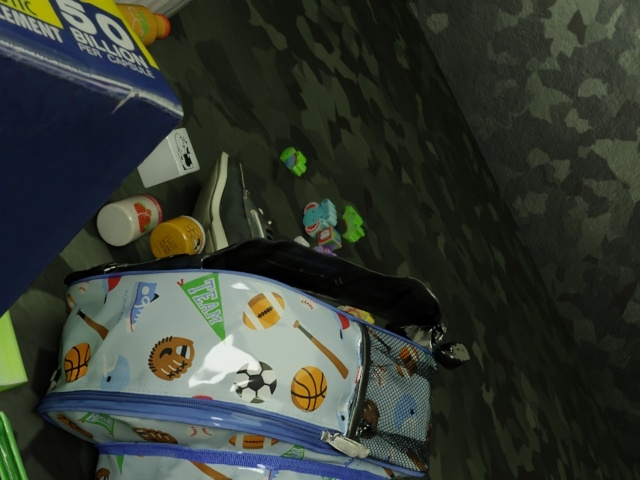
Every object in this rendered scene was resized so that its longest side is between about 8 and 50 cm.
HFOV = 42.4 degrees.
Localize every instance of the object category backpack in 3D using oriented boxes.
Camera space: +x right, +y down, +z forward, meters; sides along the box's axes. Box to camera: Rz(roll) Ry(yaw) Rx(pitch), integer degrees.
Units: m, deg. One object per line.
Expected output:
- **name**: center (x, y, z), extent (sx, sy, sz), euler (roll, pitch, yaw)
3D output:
- **backpack**: center (-0.071, 0.119, 0.620), extent (0.263, 0.276, 0.213), euler (37, 50, -40)

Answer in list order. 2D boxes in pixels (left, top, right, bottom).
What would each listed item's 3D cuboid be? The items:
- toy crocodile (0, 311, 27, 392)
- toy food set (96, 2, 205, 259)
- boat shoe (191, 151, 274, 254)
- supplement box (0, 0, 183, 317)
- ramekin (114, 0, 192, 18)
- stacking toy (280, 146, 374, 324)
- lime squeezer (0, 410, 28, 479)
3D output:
- **toy crocodile**: center (-0.280, 0.060, 0.405), extent (0.340, 0.105, 0.115), euler (11, 58, -61)
- **toy food set**: center (-0.164, -0.093, 0.764), extent (0.232, 0.111, 0.104), euler (70, 23, -7)
- **boat shoe**: center (-0.088, -0.008, 0.829), extent (0.079, 0.084, 0.233), euler (20, 30, -21)
- **supplement box**: center (-0.263, -0.141, 0.396), extent (0.357, 0.195, 0.194), euler (54, 19, 23)
- **ramekin**: center (-0.216, -0.325, 0.807), extent (0.273, 0.127, 0.273), euler (42, 26, -26)
- **stacking toy**: center (0.000, 0.000, 1.083), extent (0.167, 0.052, 0.221), euler (45, 30, -40)
- **lime squeezer**: center (-0.144, 0.257, 0.487), extent (0.058, 0.110, 0.310), euler (-9, 54, -23)
